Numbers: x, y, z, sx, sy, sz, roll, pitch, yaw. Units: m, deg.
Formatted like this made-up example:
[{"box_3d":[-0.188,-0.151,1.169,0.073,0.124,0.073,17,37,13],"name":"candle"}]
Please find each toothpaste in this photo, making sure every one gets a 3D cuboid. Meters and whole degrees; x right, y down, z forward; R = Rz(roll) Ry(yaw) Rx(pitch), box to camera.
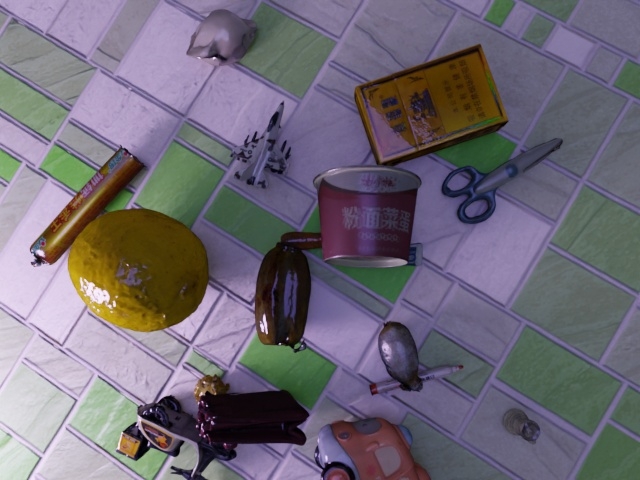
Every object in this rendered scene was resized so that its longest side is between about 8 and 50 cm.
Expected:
[{"box_3d":[0.139,0.033,1.052,0.197,0.035,0.057,0,101,3],"name":"toothpaste"}]

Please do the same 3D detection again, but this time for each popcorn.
[{"box_3d":[-0.253,0.351,1.045,0.082,0.057,0.083,17,90,13],"name":"popcorn"}]

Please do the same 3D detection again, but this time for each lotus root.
[{"box_3d":[0.177,0.258,0.999,0.088,0.088,0.165,-17,77,3],"name":"lotus root"},{"box_3d":[-0.085,0.127,1.018,0.124,0.123,0.241,8,83,-23],"name":"lotus root"}]

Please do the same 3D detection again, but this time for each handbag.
[{"box_3d":[-0.147,0.370,0.937,0.216,0.203,0.074,6,83,-22],"name":"handbag"}]

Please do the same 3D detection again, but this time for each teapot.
[{"box_3d":[0.438,0.404,0.968,0.057,0.083,0.067,-26,81,-3],"name":"teapot"}]

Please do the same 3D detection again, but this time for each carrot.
[{"box_3d":[0.000,0.000,1.064,0.191,0.047,0.047,-2,85,0],"name":"carrot"}]

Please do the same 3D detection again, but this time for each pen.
[{"box_3d":[0.218,0.315,1.023,0.218,0.026,0.026,-15,84,3],"name":"pen"}]

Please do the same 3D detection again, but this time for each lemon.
[{"box_3d":[-0.392,0.060,0.981,0.321,0.268,0.268,25,87,28],"name":"lemon"}]

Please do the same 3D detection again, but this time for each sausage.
[{"box_3d":[-0.583,-0.075,1.103,0.082,0.082,0.371,43,90,7],"name":"sausage"}]

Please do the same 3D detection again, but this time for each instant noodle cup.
[{"box_3d":[0.098,-0.041,0.953,0.234,0.235,0.179,0,79,5],"name":"instant noodle cup"}]

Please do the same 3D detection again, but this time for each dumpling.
[{"box_3d":[-0.252,-0.505,1.109,0.150,0.092,0.176,40,94,21],"name":"dumpling"}]

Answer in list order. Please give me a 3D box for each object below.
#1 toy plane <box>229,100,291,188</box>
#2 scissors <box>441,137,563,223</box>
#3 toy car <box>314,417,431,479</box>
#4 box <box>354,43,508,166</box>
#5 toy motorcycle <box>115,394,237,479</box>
[{"box_3d":[-0.130,-0.222,1.083,0.160,0.082,0.234,20,72,16],"name":"toy plane"},{"box_3d":[0.427,-0.154,1.039,0.289,0.041,0.138,-31,84,5],"name":"scissors"},{"box_3d":[0.116,0.496,0.948,0.212,0.180,0.271,-25,84,-8],"name":"toy car"},{"box_3d":[0.249,-0.304,1.046,0.301,0.084,0.193,-18,84,3],"name":"box"},{"box_3d":[-0.318,0.461,1.027,0.263,0.091,0.157,21,95,8],"name":"toy motorcycle"}]
